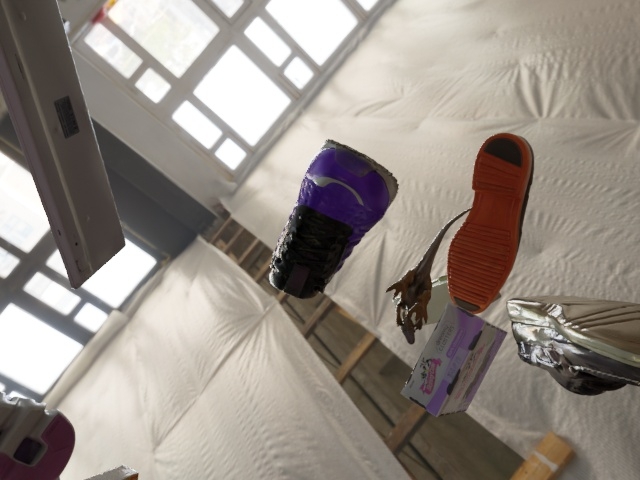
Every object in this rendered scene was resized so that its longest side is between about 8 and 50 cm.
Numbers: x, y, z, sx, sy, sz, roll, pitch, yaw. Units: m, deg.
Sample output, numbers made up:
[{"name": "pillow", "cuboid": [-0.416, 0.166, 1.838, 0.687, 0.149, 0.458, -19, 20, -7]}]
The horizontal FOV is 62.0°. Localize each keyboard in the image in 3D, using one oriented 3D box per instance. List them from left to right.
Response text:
[{"name": "keyboard", "cuboid": [-0.195, -0.087, 0.392, 0.014, 0.256, 0.072, 2, -149, 10]}]

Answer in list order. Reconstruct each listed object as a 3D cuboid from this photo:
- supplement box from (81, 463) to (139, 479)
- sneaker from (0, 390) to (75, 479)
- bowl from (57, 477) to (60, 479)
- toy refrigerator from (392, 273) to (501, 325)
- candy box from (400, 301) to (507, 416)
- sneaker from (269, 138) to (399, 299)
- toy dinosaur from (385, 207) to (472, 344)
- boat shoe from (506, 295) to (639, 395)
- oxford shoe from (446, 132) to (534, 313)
[{"name": "supplement box", "cuboid": [-0.292, 0.345, 0.703, 0.036, 0.098, 0.062, 9, -87, 30]}, {"name": "sneaker", "cuboid": [-0.357, 0.162, 0.504, 0.104, 0.236, 0.095, -21, -148, 42]}, {"name": "bowl", "cuboid": [-0.454, 0.345, 0.599, 0.163, 0.311, 0.311, 115, -6, -50]}, {"name": "toy refrigerator", "cuboid": [0.286, 0.133, 1.261, 0.102, 0.094, 0.269, -24, 175, -25]}, {"name": "candy box", "cuboid": [0.229, 0.201, 0.890, 0.070, 0.196, 0.165, 28, -89, 31]}, {"name": "sneaker", "cuboid": [0.001, 0.001, 0.643, 0.146, 0.102, 0.293, -60, 178, -20]}, {"name": "toy dinosaur", "cuboid": [0.135, 0.052, 0.731, 0.112, 0.064, 0.211, -42, 153, -64]}, {"name": "boat shoe", "cuboid": [0.276, 0.111, 0.545, 0.103, 0.092, 0.285, -7, -179, -5]}, {"name": "oxford shoe", "cuboid": [0.352, -0.027, 1.058, 0.130, 0.133, 0.363, 24, -69, 32]}]
